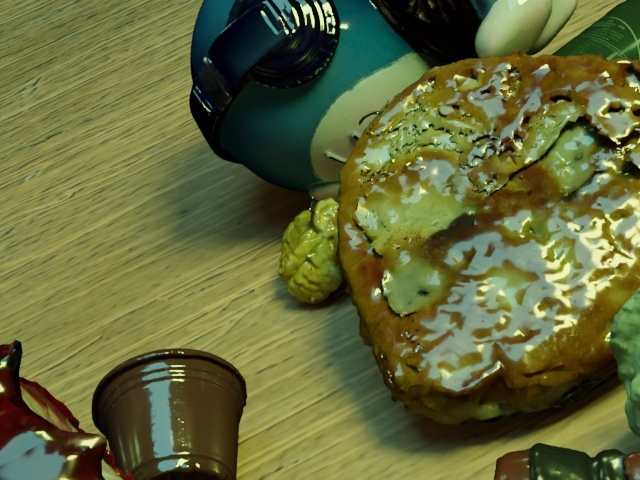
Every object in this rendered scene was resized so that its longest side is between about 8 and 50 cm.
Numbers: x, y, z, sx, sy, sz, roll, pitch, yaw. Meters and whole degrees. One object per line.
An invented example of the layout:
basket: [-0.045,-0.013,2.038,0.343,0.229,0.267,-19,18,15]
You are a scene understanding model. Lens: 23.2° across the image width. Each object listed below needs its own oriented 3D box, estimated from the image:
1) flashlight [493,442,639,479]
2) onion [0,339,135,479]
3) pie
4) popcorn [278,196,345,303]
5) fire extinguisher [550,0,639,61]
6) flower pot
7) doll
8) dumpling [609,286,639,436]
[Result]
flashlight: [0.218,0.146,0.884,0.232,0.093,0.093,-10,33,13]
onion: [-0.167,0.225,0.781,0.341,0.341,0.341,-14,32,9]
pie: [0.136,-0.017,1.102,0.308,0.085,0.308,-12,55,18]
popcorn: [0.000,0.000,1.234,0.084,0.084,0.084,-14,32,9]
fire extinguisher: [0.191,-0.098,1.270,0.311,0.095,0.114,-38,17,-28]
flower pot: [-0.098,0.141,1.057,0.111,0.111,0.089,-17,45,3]
doll: [0.033,-0.166,1.305,0.310,0.240,0.284,-40,-17,20]
dumpling: [0.280,0.060,0.924,0.217,0.149,0.105,-3,46,15]
